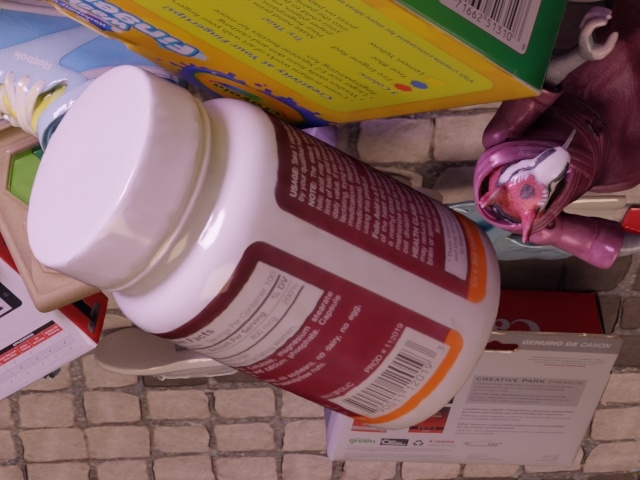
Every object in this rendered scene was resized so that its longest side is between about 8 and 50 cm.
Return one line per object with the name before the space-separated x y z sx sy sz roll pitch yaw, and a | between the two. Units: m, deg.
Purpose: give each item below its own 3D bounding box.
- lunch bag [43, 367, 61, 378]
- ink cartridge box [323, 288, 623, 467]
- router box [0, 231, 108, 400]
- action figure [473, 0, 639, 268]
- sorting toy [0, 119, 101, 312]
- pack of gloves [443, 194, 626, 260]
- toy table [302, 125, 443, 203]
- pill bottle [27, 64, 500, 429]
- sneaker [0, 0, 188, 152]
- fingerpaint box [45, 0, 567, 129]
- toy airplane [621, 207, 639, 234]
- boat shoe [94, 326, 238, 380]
lunch bag | -0.326 0.114 2.206 0.053 0.071 0.083 -4 143 5
ink cartridge box | 0.176 0.142 2.241 0.309 0.130 0.272 3 140 -9
router box | -0.457 0.068 2.069 0.335 0.082 0.301 -28 123 25
action figure | 0.216 -0.100 1.781 0.276 0.370 0.248 -8 108 35
sorting toy | -0.274 -0.030 1.934 0.307 0.041 0.229 -22 120 -4
pack of gloves | 0.208 0.005 2.090 0.232 0.046 0.195 -2 161 -3
toy table | 0.000 0.000 1.982 0.161 0.252 0.274 27 149 -11
pill bottle | -0.050 0.008 1.696 0.392 0.224 0.224 26 133 -31
sneaker | -0.275 -0.132 1.787 0.319 0.208 0.127 -5 144 1
fingerpaint box | -0.078 -0.262 1.505 0.445 0.163 0.371 27 162 -31
toy airplane | 0.395 0.001 2.162 0.151 0.028 0.151 -3 140 -2
boat shoe | -0.179 0.141 2.269 0.184 0.066 0.063 -8 142 -11
